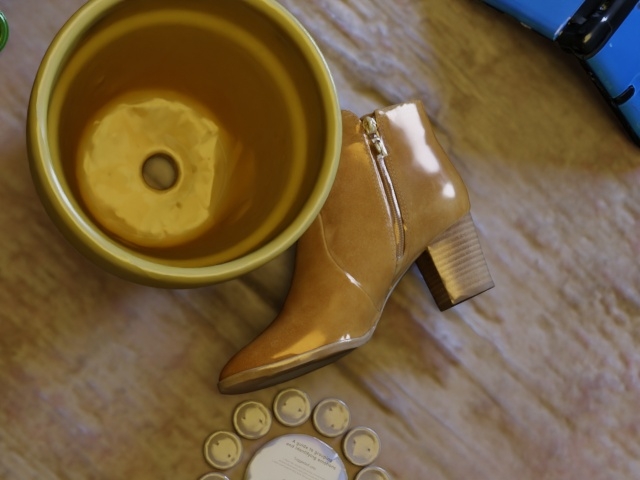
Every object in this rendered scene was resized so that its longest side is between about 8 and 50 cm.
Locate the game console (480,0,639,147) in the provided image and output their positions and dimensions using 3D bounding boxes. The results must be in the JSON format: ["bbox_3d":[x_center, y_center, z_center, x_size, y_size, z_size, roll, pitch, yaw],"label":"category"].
[{"bbox_3d":[0.305,-0.279,1.699,0.293,0.173,0.250,-51,126,-13],"label":"game console"}]

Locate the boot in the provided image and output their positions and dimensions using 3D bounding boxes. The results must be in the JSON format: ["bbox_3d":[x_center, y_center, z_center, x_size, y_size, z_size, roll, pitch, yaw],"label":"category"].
[{"bbox_3d":[0.001,-0.001,1.567,0.295,0.104,0.211,-23,83,-19],"label":"boot"}]

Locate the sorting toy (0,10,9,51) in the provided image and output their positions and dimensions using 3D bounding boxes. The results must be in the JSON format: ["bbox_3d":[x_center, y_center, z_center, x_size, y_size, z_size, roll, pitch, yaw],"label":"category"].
[{"bbox_3d":[-0.332,-0.202,1.546,0.102,0.042,0.061,15,95,-22],"label":"sorting toy"}]

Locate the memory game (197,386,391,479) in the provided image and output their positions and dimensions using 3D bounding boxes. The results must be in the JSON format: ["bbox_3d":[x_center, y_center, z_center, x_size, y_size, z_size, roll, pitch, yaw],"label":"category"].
[{"bbox_3d":[-0.025,0.227,1.569,0.186,0.012,0.186,2,82,-12],"label":"memory game"}]

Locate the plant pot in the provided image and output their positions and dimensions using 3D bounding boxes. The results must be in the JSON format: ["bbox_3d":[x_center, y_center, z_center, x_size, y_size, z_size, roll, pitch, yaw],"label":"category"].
[{"bbox_3d":[-0.127,-0.078,1.468,0.254,0.239,0.254,2,82,-12],"label":"plant pot"}]
